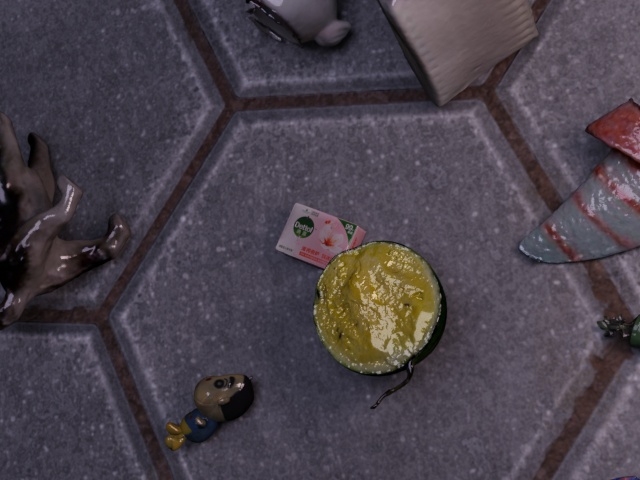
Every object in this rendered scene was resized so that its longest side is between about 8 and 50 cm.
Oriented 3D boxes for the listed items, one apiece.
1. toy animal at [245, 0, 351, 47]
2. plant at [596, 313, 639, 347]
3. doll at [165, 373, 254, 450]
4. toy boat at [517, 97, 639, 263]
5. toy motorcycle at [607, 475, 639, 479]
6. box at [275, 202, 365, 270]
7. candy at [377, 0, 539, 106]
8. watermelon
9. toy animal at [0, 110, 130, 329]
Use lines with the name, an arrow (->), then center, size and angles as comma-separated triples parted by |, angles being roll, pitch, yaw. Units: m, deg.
toy animal -> 0.007, -0.482, 1.920 | 0.247, 0.183, 0.310 | 38, 87, 20
plant -> 0.452, 0.129, 1.648 | 0.102, 0.051, 0.051 | 14, 82, 29
doll -> -0.184, 0.272, 1.845 | 0.179, 0.102, 0.089 | -34, 109, 6
toy boat -> 0.428, -0.053, 1.697 | 0.206, 0.096, 0.282 | 47, 105, 10
toy motorcycle -> 0.417, 0.405, 1.580 | 0.114, 0.076, 0.205 | 38, 94, 34
box -> 0.000, 0.000, 1.862 | 0.125, 0.043, 0.089 | 20, 84, 24
candy -> 0.196, -0.367, 1.715 | 0.208, 0.358, 0.145 | -35, 66, 6
watermelon -> 0.104, 0.116, 1.744 | 0.204, 0.127, 0.232 | -41, 64, 6
toy animal -> -0.562, -0.028, 2.010 | 0.303, 0.194, 0.344 | -48, 59, -2
